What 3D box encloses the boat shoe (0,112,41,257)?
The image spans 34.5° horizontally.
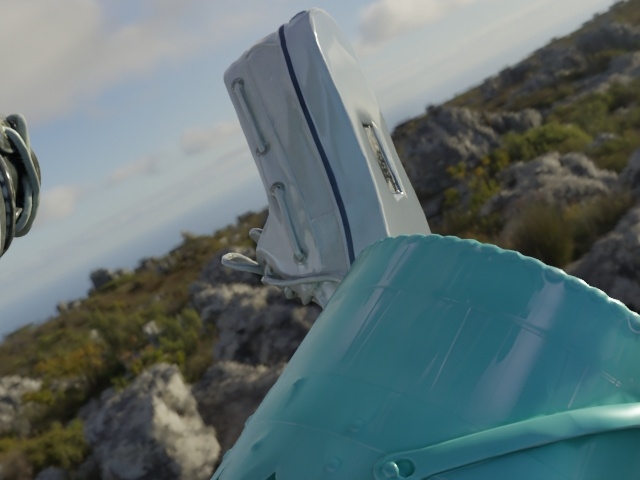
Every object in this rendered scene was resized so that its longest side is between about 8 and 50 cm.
[{"bbox_3d":[-0.213,-0.042,0.568,0.119,0.121,0.335,-5,15,-32],"label":"boat shoe"}]

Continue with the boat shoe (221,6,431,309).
[{"bbox_3d":[-0.004,-0.002,0.859,0.156,0.367,0.136,-25,-12,23],"label":"boat shoe"}]

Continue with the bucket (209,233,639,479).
[{"bbox_3d":[0.085,0.139,0.606,0.183,0.281,0.281,-59,20,-23],"label":"bucket"}]
